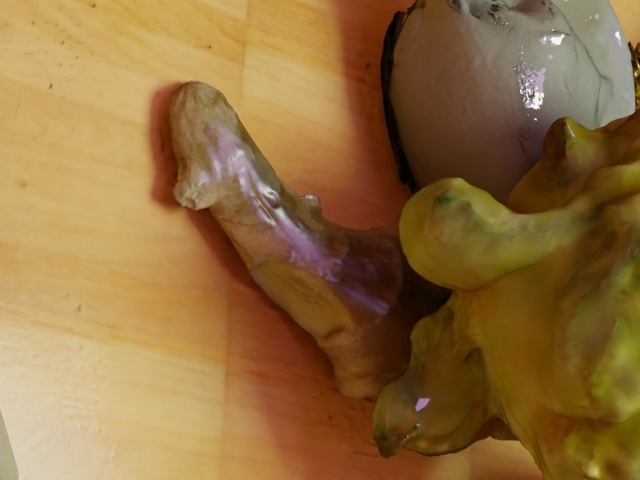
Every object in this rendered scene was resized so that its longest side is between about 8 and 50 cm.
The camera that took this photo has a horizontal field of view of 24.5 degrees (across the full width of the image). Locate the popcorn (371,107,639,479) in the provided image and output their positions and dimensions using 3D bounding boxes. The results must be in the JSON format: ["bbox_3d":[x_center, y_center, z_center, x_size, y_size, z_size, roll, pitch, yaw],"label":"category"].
[{"bbox_3d":[0.221,0.050,0.983,0.335,0.279,0.274,-42,135,-33],"label":"popcorn"}]

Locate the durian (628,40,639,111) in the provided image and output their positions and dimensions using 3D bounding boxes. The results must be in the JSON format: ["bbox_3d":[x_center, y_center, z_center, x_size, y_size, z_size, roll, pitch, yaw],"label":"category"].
[{"bbox_3d":[0.269,-0.101,1.293,0.158,0.137,0.168,-6,73,-23],"label":"durian"}]

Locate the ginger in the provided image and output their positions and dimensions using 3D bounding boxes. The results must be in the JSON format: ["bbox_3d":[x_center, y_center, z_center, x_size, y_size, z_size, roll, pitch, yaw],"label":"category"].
[{"bbox_3d":[0.000,0.000,1.047,0.294,0.086,0.131,48,70,-17],"label":"ginger"}]

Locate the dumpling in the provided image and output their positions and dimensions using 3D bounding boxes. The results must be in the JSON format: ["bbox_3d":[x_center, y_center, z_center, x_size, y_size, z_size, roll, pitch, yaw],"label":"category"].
[{"bbox_3d":[0.145,-0.101,1.165,0.204,0.163,0.293,-23,104,-61],"label":"dumpling"}]

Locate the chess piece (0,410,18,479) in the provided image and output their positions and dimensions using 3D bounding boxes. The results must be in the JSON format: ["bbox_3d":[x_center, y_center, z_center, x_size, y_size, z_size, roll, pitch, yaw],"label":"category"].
[{"bbox_3d":[-0.230,0.061,0.820,0.090,0.090,0.200,-29,110,-44],"label":"chess piece"}]
